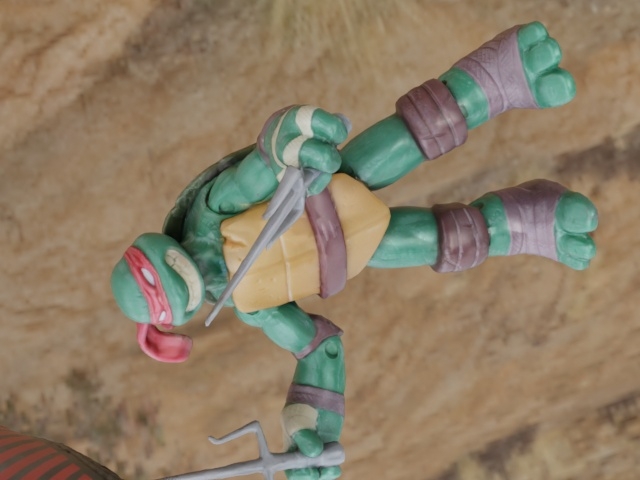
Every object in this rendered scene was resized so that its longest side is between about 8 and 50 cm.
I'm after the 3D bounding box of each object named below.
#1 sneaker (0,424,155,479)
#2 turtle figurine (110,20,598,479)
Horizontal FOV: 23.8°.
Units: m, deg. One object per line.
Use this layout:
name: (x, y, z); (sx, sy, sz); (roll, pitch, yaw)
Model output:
sneaker: (-0.003, 0.111, 0.371); (0.135, 0.276, 0.098); (-43, 144, -25)
turtle figurine: (0.000, 0.000, 0.635); (0.234, 0.118, 0.175); (-25, 135, -17)
